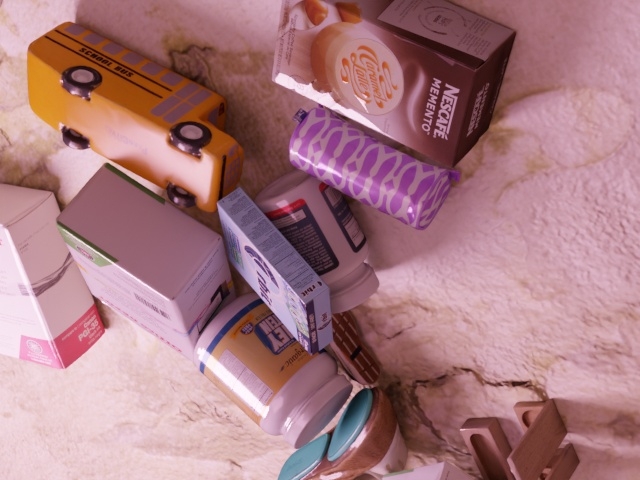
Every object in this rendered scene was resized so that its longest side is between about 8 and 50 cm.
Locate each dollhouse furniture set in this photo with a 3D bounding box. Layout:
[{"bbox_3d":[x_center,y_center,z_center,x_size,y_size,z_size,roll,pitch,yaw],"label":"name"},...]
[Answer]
[{"bbox_3d":[0.245,0.307,1.691,0.151,0.123,0.144,-9,116,42],"label":"dollhouse furniture set"}]

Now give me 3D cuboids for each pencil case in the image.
[{"bbox_3d":[0.059,-0.091,1.556,0.206,0.088,0.086,30,155,16],"label":"pencil case"}]

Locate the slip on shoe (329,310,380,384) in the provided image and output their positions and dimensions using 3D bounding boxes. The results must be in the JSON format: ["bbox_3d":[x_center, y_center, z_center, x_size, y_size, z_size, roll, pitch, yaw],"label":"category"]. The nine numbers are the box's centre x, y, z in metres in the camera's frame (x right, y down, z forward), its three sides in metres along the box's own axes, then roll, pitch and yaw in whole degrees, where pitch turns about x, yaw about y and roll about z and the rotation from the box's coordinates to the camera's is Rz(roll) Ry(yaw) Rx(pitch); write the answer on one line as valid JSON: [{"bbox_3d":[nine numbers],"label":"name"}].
[{"bbox_3d":[0.035,0.146,1.791,0.041,0.051,0.135,-6,125,54],"label":"slip on shoe"}]

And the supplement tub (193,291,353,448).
[{"bbox_3d":[-0.067,0.185,1.810,0.200,0.144,0.144,40,138,16],"label":"supplement tub"}]

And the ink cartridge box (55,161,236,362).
[{"bbox_3d":[-0.235,0.038,1.790,0.201,0.117,0.278,32,162,14],"label":"ink cartridge box"}]

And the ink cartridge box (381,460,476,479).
[{"bbox_3d":[0.194,0.405,1.776,0.212,0.093,0.154,36,148,-17],"label":"ink cartridge box"}]

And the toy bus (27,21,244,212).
[{"bbox_3d":[-0.243,-0.167,1.698,0.333,0.130,0.108,28,134,18],"label":"toy bus"}]

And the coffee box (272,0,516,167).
[{"bbox_3d":[0.078,-0.208,1.439,0.247,0.098,0.141,27,135,19],"label":"coffee box"}]

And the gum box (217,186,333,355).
[{"bbox_3d":[-0.056,0.041,1.627,0.184,0.041,0.157,49,163,24],"label":"gum box"}]

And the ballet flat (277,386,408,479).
[{"bbox_3d":[0.052,0.320,1.878,0.124,0.116,0.342,27,139,-10],"label":"ballet flat"}]

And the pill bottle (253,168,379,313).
[{"bbox_3d":[0.000,0.000,1.656,0.108,0.108,0.180,-13,113,43],"label":"pill bottle"}]

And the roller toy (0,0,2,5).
[{"bbox_3d":[-0.537,-0.375,1.756,0.209,0.146,0.191,9,118,40],"label":"roller toy"}]

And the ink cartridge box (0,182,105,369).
[{"bbox_3d":[-0.496,0.053,2.076,0.207,0.117,0.283,10,128,34],"label":"ink cartridge box"}]
